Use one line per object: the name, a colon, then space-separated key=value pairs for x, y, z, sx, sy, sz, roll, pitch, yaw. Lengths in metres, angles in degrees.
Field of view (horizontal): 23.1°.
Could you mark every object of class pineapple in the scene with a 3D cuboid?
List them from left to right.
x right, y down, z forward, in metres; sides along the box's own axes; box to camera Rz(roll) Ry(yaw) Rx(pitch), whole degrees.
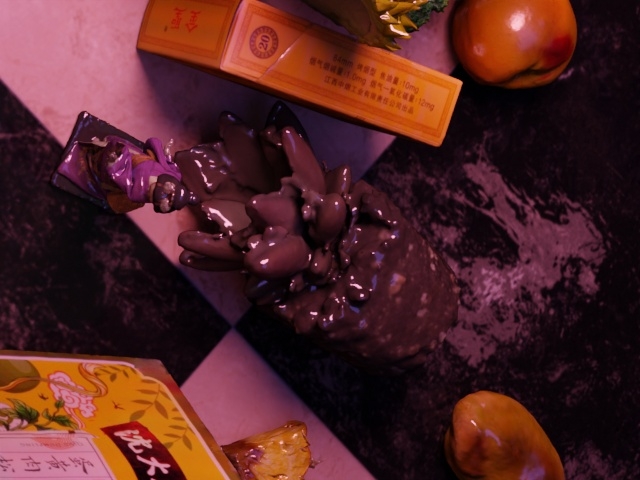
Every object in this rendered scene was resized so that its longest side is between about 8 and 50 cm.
pineapple: x=-0.066 y=0.247 z=1.688 sx=0.116 sy=0.069 sz=0.137 roll=36 pitch=71 yaw=-28

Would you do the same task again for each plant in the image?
plant: x=0.000 y=0.000 z=1.604 sx=0.321 sy=0.181 sz=0.194 roll=38 pitch=78 yaw=-38

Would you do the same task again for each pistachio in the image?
pistachio: x=0.213 y=0.245 z=1.850 sx=0.189 sy=0.100 sz=0.110 roll=42 pitch=54 yaw=-24

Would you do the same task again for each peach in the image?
peach: x=0.216 y=-0.235 z=1.727 sx=0.138 sy=0.138 sz=0.138 roll=-8 pitch=105 yaw=-32

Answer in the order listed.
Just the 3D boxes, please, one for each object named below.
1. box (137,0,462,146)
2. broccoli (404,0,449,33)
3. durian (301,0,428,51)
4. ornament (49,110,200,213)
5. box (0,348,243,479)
box: x=-0.020 y=-0.174 z=1.550 sx=0.274 sy=0.174 sz=0.076 roll=17 pitch=92 yaw=-35
broccoli: x=0.106 y=-0.342 z=1.594 sx=0.254 sy=0.269 sz=0.269 roll=-26 pitch=120 yaw=15
durian: x=-0.031 y=-0.282 z=1.440 sx=0.169 sy=0.352 sz=0.158 roll=-15 pitch=134 yaw=-43
ornament: x=-0.177 y=-0.065 z=1.460 sx=0.081 sy=0.203 sz=0.088 roll=25 pitch=88 yaw=-27
box: x=-0.262 y=0.242 z=1.344 sx=0.420 sy=0.373 sz=0.138 roll=7 pitch=115 yaw=-35
